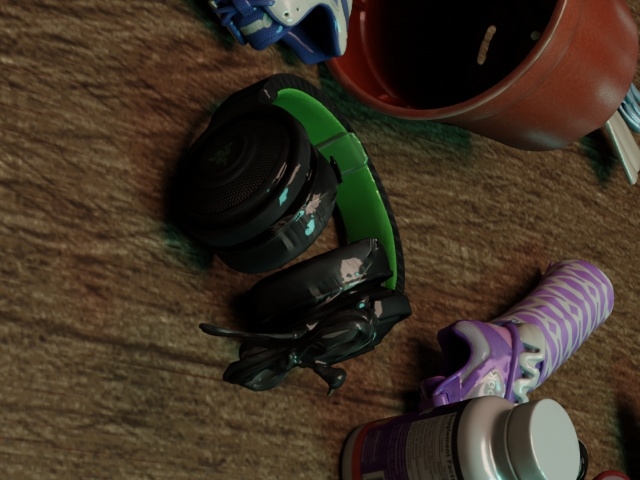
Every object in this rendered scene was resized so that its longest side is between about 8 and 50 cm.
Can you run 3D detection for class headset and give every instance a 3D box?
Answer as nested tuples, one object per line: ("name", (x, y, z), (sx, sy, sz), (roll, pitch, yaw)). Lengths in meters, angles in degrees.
("headset", (0.000, 0.000, 1.516), (0.243, 0.185, 0.394), (58, 27, -20))

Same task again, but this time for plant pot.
("plant pot", (0.174, -0.215, 1.798), (0.265, 0.272, 0.272), (23, 58, -57))

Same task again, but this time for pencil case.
("pencil case", (0.230, 0.086, 1.884), (0.206, 0.088, 0.086), (-30, 138, -54))

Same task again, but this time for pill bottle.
("pill bottle", (0.124, 0.195, 1.594), (0.108, 0.193, 0.108), (25, 57, -47))

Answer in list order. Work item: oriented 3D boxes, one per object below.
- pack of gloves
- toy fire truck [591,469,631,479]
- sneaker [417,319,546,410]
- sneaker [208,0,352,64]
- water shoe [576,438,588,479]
("pack of gloves", (0.325, -0.201, 2.175), (0.232, 0.046, 0.195), (63, 25, -19))
("toy fire truck", (0.345, 0.386, 1.807), (0.302, 0.169, 0.254), (42, 60, 8))
("sneaker", (0.134, 0.176, 1.714), (0.104, 0.095, 0.236), (22, 68, -22))
("sneaker", (-0.062, -0.240, 1.595), (0.296, 0.111, 0.131), (14, 66, -50))
("water shoe", (0.234, 0.236, 1.823), (0.203, 0.080, 0.073), (-10, 84, -54))
